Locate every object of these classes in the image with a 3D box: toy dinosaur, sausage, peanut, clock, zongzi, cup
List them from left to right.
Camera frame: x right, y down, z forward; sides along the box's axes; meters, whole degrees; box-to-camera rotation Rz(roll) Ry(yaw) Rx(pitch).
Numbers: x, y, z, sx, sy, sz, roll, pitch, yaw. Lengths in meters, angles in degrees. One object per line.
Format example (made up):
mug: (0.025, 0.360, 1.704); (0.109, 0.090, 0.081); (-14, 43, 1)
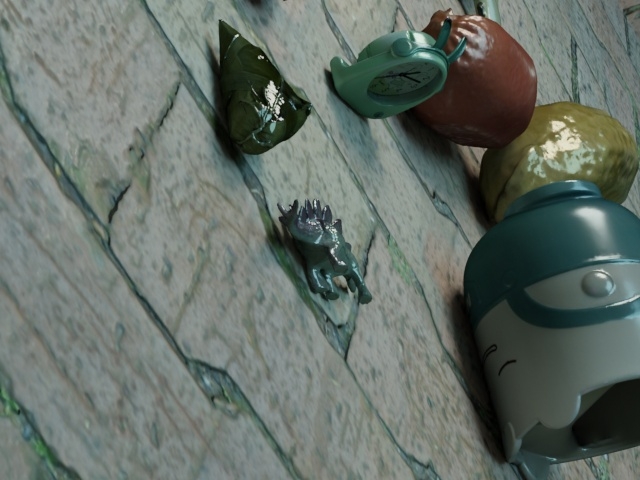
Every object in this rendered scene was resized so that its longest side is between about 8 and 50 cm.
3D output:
zongzi: (-0.068, -0.130, 1.572); (0.119, 0.055, 0.109); (53, 21, -2)
toy dinosaur: (-0.002, 0.001, 1.597); (0.209, 0.039, 0.082); (51, 19, -66)
clock: (0.085, -0.176, 1.901); (0.101, 0.135, 0.041); (39, 32, -56)
sausage: (0.169, -0.180, 2.133); (0.254, 0.148, 0.148); (10, 58, -63)
peanut: (0.297, -0.096, 2.322); (0.340, 0.174, 0.158); (5, 66, -71)
cup: (0.268, 0.110, 1.981); (0.289, 0.219, 0.257); (96, -18, -62)

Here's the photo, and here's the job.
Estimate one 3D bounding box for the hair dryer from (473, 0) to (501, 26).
hair dryer: (0.197, -0.343, 2.538); (0.219, 0.088, 0.225); (30, 55, -50)
